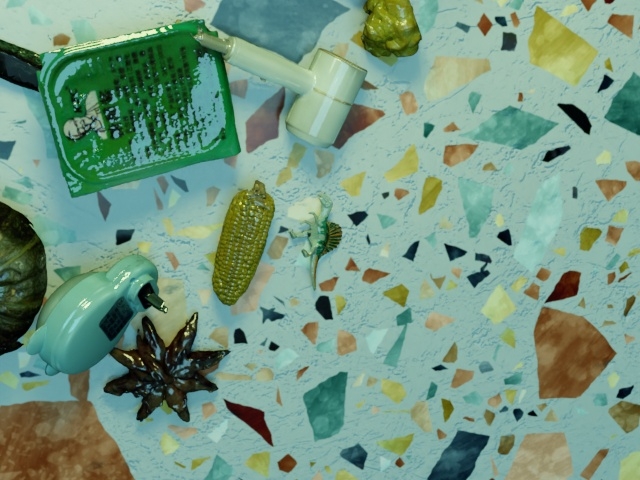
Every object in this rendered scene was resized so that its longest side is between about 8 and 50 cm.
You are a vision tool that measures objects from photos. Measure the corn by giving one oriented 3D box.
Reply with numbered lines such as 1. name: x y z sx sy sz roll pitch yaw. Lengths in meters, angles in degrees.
1. corn: -0.155 0.005 1.905 0.097 0.097 0.262 12 107 -17

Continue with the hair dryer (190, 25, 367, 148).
1. hair dryer: -0.093 -0.309 1.782 0.357 0.107 0.173 20 101 -31

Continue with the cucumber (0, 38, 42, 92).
1. cucumber: -0.556 -0.318 1.733 0.220 0.046 0.070 22 109 -19

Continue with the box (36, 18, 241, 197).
1. box: -0.335 -0.251 1.756 0.336 0.106 0.264 -16 110 -17

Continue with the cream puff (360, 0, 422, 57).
1. cream puff: 0.126 -0.412 1.823 0.116 0.146 0.146 -19 112 11

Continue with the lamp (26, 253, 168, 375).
1. lamp: -0.430 0.138 1.837 0.284 0.209 0.147 -31 69 -12

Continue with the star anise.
1. star anise: -0.308 0.272 1.949 0.271 0.102 0.272 -5 111 -14

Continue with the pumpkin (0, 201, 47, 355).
1. pumpkin: -0.657 0.069 1.748 0.320 0.192 0.321 -2 105 -6

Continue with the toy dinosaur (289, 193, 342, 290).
1. toy dinosaur: 0.002 0.002 1.972 0.106 0.044 0.187 -29 111 -20
